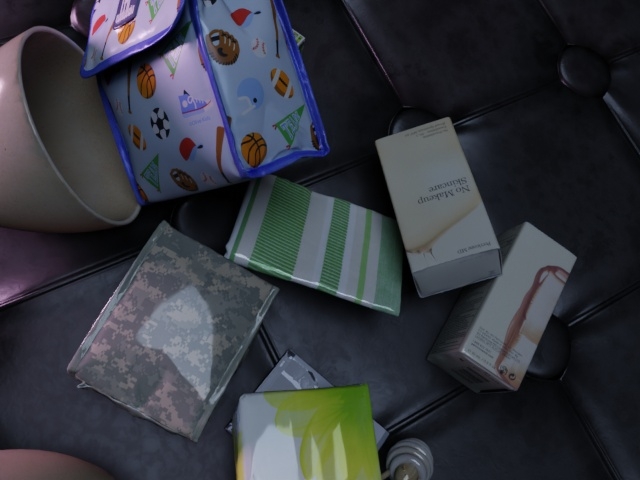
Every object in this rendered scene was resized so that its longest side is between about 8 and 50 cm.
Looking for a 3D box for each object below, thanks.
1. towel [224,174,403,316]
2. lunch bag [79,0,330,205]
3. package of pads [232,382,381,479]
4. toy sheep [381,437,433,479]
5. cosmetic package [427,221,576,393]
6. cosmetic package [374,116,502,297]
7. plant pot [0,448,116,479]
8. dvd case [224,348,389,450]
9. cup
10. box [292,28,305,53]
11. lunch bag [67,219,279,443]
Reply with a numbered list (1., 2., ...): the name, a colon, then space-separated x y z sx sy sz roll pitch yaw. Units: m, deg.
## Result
1. towel: 0.000 0.000 1.096 0.324 0.038 0.248 19 44 -7
2. lunch bag: -0.210 -0.275 0.945 0.238 0.327 0.386 -26 105 -45
3. package of pads: -0.021 0.387 0.930 0.229 0.101 0.297 -1 63 -12
4. toy sheep: 0.154 0.388 1.017 0.091 0.132 0.091 4 103 17
5. cosmetic package: 0.346 0.131 1.118 0.129 0.153 0.296 34 70 -2
6. cosmetic package: 0.217 -0.067 1.104 0.160 0.113 0.310 -18 56 9
7. plant pot: -0.385 0.421 0.821 0.190 0.284 0.284 -2 70 -47
8. dvd case: -0.021 0.337 1.032 0.238 0.029 0.179 40 68 2
9. cup: -0.480 -0.147 0.961 0.236 0.331 0.331 -18 76 8
10. box: -0.089 -0.299 1.127 0.036 0.207 0.114 36 69 4
11. lunch bag: -0.238 0.159 0.967 0.235 0.169 0.287 30 64 -3
